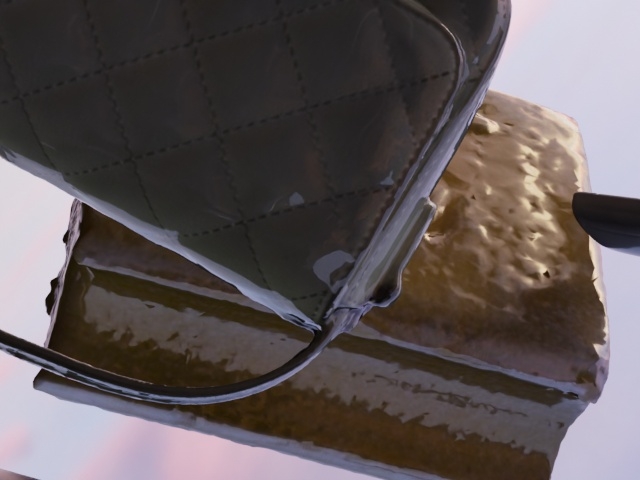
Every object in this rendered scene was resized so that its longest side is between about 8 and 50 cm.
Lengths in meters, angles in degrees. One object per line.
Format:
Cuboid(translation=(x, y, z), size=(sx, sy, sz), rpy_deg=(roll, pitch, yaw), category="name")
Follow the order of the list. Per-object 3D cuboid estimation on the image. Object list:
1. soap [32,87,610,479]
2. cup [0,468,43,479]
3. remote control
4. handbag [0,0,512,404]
Cuboid(translation=(0.000, 0.000, 1.083), size=(0.293, 0.335, 0.156), rpy_deg=(-85, -166, -55), category="soap")
Cuboid(translation=(-0.101, 0.185, 0.579), size=(0.205, 0.312, 0.205), rpy_deg=(14, 90, -76), category="cup")
Cuboid(translation=(0.221, 0.000, 0.949), size=(0.184, 0.050, 0.027), rpy_deg=(8, -110, 44), category="remote control")
Cuboid(translation=(-0.074, -0.057, 0.623), size=(0.219, 0.256, 0.079), rpy_deg=(-60, 176, -3), category="handbag")
